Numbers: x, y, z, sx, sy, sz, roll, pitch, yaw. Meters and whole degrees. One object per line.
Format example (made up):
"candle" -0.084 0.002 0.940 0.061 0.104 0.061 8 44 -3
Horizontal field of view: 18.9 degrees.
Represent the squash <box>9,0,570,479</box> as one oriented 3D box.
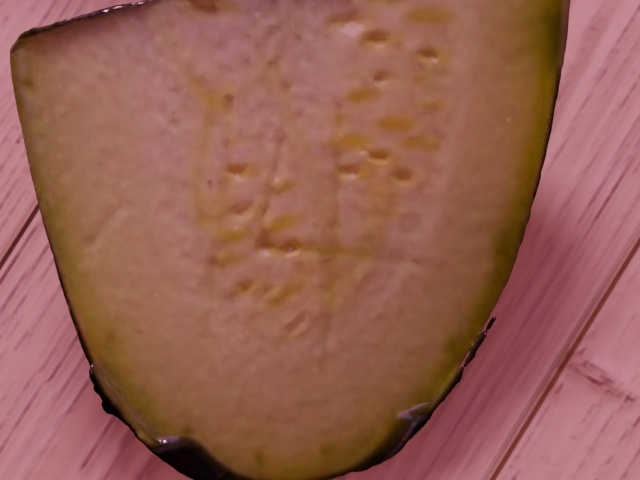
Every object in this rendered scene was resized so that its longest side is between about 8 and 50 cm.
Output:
"squash" 0.000 0.000 0.837 0.236 0.204 0.155 -7 62 -1
